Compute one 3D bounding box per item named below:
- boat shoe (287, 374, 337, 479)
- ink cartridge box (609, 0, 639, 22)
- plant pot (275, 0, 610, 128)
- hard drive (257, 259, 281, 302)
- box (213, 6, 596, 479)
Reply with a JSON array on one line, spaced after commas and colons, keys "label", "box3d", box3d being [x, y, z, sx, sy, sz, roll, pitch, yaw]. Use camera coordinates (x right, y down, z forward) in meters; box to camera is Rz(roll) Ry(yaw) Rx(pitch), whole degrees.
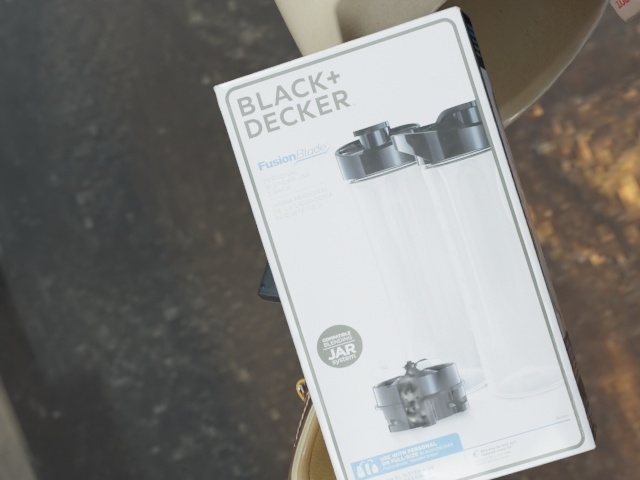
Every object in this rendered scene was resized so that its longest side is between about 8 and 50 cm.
[{"label": "boat shoe", "box3d": [0.042, 0.155, 1.963, 0.123, 0.342, 0.123, 36, 144, -17]}, {"label": "ink cartridge box", "box3d": [0.287, -0.309, 1.680, 0.176, 0.127, 0.128, 54, 166, -1]}, {"label": "plant pot", "box3d": [0.056, -0.239, 1.532, 0.274, 0.256, 0.256, 50, 140, 24]}, {"label": "hard drive", "box3d": [0.000, 0.000, 1.855, 0.094, 0.022, 0.135, 8, 70, 28]}, {"label": "box", "box3d": [0.056, 0.013, 1.208, 0.169, 0.087, 0.289, -16, 90, 9]}]
